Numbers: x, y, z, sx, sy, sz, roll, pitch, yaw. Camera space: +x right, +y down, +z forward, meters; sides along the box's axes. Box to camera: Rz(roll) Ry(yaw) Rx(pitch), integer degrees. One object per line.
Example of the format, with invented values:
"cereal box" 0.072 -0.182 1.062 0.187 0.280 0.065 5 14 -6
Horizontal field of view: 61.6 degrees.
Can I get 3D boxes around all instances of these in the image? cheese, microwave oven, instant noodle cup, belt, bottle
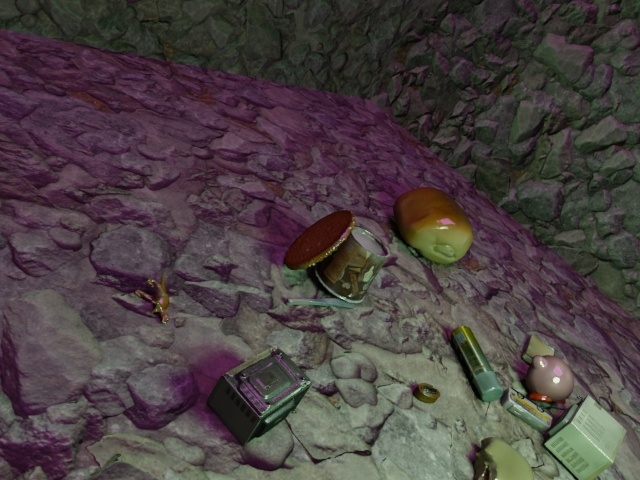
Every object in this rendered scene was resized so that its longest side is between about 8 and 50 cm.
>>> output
"cheese" 0.504 0.653 1.491 0.175 0.091 0.203 39 30 18
"microwave oven" 0.869 0.647 1.772 0.194 0.145 0.241 43 32 24
"instant noodle cup" 0.120 0.077 1.902 0.218 0.207 0.217 28 24 -14
"microwave oven" -0.143 0.369 1.314 0.163 0.129 0.205 40 31 20
"belt" 0.332 0.473 1.672 0.083 0.036 0.059 19 30 -23
"bottle" 0.546 0.429 1.886 0.082 0.082 0.286 16 32 -23

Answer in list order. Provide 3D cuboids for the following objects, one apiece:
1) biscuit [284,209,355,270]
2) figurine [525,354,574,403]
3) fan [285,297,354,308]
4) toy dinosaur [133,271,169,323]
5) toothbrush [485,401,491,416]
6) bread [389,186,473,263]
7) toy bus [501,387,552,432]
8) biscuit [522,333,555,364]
"biscuit" 0.000 0.000 1.876 0.038 0.305 0.305 51 23 -20
"figurine" 0.829 0.500 1.943 0.173 0.173 0.173 22 30 -14
"fan" 0.000 0.206 1.809 0.282 0.023 0.057 8 37 -36
"toy dinosaur" -0.435 0.155 1.486 0.126 0.039 0.162 42 25 2
"toothbrush" 0.558 0.556 1.775 0.006 0.008 0.097 49 31 4
"bread" 0.539 -0.078 2.503 0.348 0.252 0.375 24 31 -18
"toy bus" 0.699 0.576 1.822 0.172 0.057 0.072 34 38 7
"biscuit" 0.891 0.464 2.186 0.121 0.040 0.199 36 28 16
